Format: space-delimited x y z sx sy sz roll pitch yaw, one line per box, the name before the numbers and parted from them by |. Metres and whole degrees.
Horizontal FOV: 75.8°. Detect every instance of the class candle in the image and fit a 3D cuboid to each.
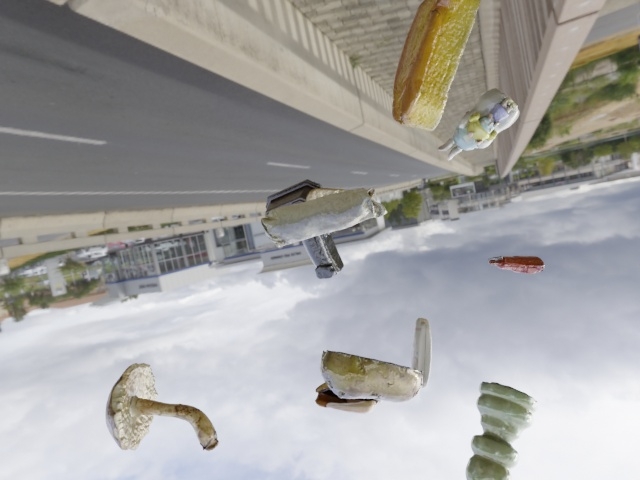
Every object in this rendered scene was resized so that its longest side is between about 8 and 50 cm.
candle | 0.554 0.067 1.165 0.162 0.053 0.048 4 175 -4

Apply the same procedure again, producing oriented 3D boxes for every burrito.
burrito | 0.000 -0.048 0.799 0.275 0.082 0.059 -14 -153 36

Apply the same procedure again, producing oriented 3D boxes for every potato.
potato | 0.094 0.267 0.786 0.201 0.080 0.164 14 162 -11

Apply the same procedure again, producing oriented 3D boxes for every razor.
razor | -0.003 0.002 1.785 0.107 0.326 0.189 -14 -165 24

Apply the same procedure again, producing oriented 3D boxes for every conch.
conch | 0.118 0.522 1.405 0.255 0.127 0.158 -10 -132 13

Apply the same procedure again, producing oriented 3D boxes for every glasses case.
glasses case | 0.301 0.334 1.225 0.051 0.204 0.081 3 176 0

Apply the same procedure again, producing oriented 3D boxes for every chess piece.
chess piece | 0.414 0.472 0.966 0.133 0.243 0.133 22 158 9

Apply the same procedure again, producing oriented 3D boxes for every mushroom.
mushroom | -0.457 0.481 1.189 0.302 0.232 0.208 15 158 -28

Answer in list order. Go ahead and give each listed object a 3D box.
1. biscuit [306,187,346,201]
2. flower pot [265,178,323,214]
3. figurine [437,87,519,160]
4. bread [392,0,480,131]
biscuit | 0.023 -0.133 1.293 0.147 0.071 0.018 -1 -140 -23
flower pot | -0.084 -0.089 1.405 0.251 0.178 0.084 -18 -156 34
figurine | 0.467 -0.330 1.234 0.235 0.127 0.155 -44 -160 22
bread | 0.191 -0.312 0.700 0.095 0.245 0.102 15 -171 -10
